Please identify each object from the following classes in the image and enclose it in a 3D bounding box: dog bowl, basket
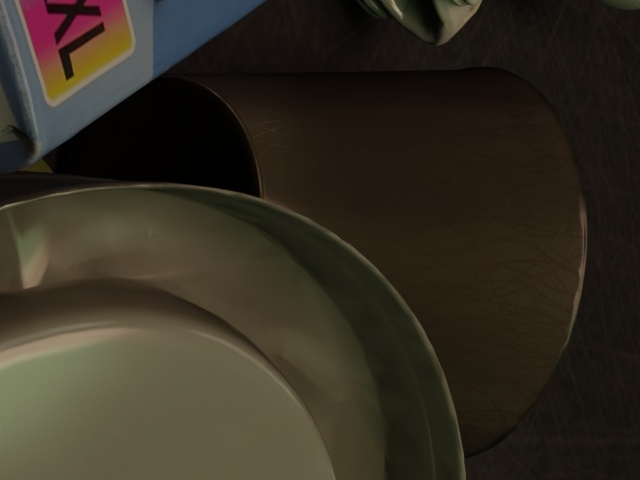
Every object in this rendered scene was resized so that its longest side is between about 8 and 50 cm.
[{"bbox_3d":[-0.112,0.133,0.696,0.349,0.102,0.348,-13,114,-33],"label":"dog bowl"},{"bbox_3d":[0.000,0.000,0.903,0.227,0.154,0.204,9,90,-50],"label":"basket"}]

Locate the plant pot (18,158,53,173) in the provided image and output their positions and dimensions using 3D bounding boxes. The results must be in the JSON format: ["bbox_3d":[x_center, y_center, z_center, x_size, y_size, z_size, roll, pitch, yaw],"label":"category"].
[{"bbox_3d":[-0.145,-0.008,0.770,0.079,0.083,0.083,-31,115,-64],"label":"plant pot"}]

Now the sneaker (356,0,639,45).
[{"bbox_3d":[0.092,-0.168,1.071,0.292,0.108,0.169,33,65,-38],"label":"sneaker"}]

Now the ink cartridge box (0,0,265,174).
[{"bbox_3d":[-0.093,-0.220,0.751,0.395,0.151,0.270,-46,126,-53],"label":"ink cartridge box"}]
